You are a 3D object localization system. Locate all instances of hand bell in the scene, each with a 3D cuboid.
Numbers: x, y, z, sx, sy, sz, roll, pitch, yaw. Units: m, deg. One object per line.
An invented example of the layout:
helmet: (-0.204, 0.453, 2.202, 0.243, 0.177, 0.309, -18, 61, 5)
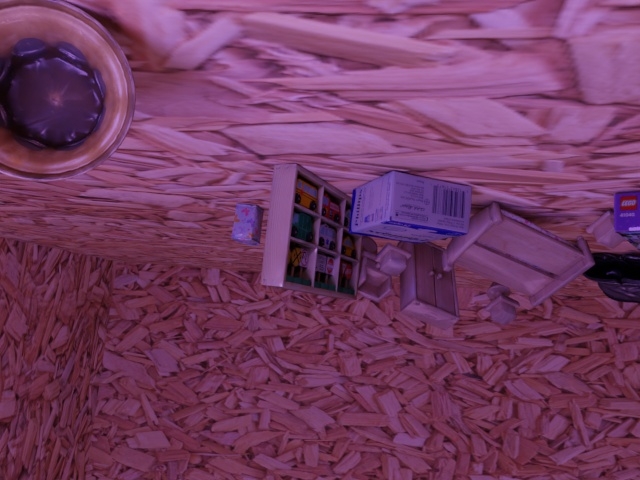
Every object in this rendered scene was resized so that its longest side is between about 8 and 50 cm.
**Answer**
hand bell: (-0.225, -0.117, 0.478, 0.126, 0.126, 0.242, 8, -175, -16)

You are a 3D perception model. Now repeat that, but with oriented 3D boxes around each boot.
boot: (0.780, 0.091, 1.176, 0.338, 0.118, 0.223, -6, 161, 37)

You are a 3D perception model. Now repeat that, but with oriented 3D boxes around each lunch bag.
lunch bag: (-0.140, -0.029, 1.038, 0.053, 0.071, 0.083, 6, 173, 12)

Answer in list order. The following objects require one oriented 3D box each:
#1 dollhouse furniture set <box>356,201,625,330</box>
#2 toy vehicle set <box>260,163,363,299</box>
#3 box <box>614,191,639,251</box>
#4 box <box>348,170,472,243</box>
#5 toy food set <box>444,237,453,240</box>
dollhouse furniture set: (0.264, -0.019, 0.922, 0.303, 0.173, 0.355, 22, 134, -16)
toy vehicle set: (0.000, 0.000, 0.815, 0.035, 0.165, 0.267, 2, 172, 26)
box: (0.556, -0.024, 0.673, 0.293, 0.057, 0.201, -2, 169, 40)
box: (0.126, -0.043, 0.769, 0.126, 0.072, 0.137, 9, 172, -19)
toy food set: (0.219, -0.017, 1.081, 0.122, 0.019, 0.078, 4, 173, 30)
